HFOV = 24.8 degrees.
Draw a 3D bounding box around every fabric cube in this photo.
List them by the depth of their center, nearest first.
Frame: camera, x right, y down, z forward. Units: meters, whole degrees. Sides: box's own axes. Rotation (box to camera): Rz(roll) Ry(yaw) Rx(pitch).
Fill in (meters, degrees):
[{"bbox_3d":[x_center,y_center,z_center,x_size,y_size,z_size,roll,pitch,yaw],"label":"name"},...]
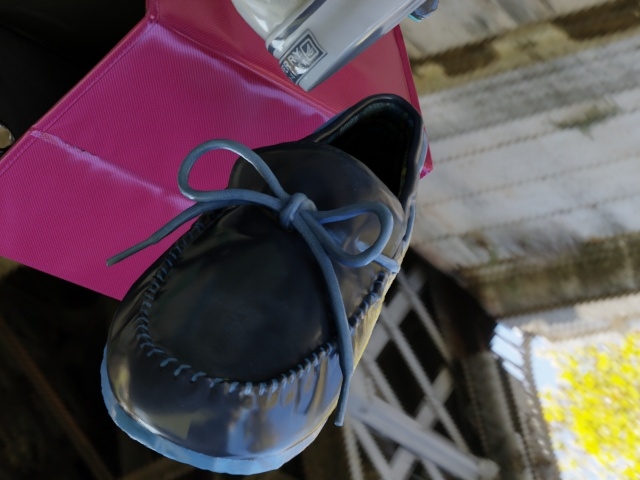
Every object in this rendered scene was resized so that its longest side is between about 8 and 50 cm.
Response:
[{"bbox_3d":[-0.113,-0.124,1.077,0.259,0.258,0.254,-38,-134,30],"label":"fabric cube"}]

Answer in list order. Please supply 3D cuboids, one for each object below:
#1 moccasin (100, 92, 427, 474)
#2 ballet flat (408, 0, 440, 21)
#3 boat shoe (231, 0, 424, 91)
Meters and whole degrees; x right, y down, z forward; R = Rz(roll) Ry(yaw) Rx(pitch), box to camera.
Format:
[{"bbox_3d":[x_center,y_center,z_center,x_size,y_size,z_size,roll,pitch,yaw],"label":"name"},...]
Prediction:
[{"bbox_3d":[-0.022,-0.005,0.757,0.342,0.137,0.117,-64,178,-66],"label":"moccasin"},{"bbox_3d":[0.051,-0.303,1.565,0.074,0.203,0.074,-42,-143,43],"label":"ballet flat"},{"bbox_3d":[0.068,-0.254,0.896,0.367,0.156,0.136,-42,-178,-20],"label":"boat shoe"}]
